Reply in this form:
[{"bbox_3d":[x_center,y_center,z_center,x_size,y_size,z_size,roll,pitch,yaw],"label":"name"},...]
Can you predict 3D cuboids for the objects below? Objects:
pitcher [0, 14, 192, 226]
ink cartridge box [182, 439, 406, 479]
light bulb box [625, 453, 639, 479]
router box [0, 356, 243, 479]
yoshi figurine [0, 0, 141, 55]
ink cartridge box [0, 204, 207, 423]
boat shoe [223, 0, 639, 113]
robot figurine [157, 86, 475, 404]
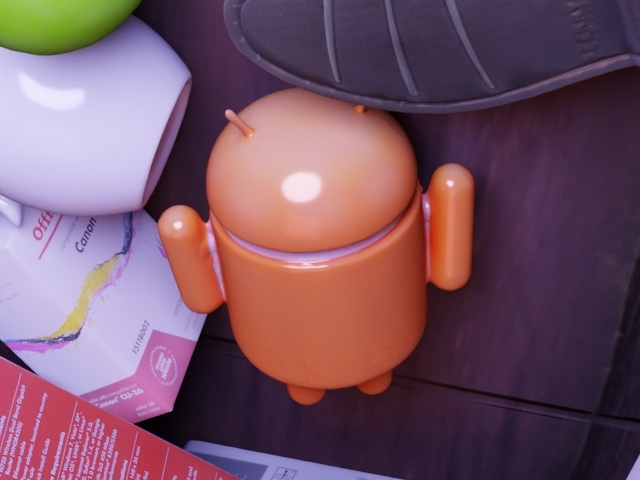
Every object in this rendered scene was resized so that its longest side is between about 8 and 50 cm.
[{"bbox_3d":[-0.193,-0.069,0.910,0.207,0.125,0.177,20,103,0],"label":"pitcher"},{"bbox_3d":[0.035,0.267,1.176,0.275,0.060,0.239,6,132,28],"label":"ink cartridge box"},{"bbox_3d":[0.318,0.334,0.945,0.361,0.225,0.358,16,116,-12],"label":"light bulb box"},{"bbox_3d":[-0.231,0.197,1.085,0.335,0.082,0.301,-21,138,42],"label":"router box"},{"bbox_3d":[-0.096,-0.222,0.723,0.204,0.203,0.362,24,136,-18],"label":"yoshi figurine"},{"bbox_3d":[-0.162,0.014,0.999,0.067,0.115,0.198,-21,124,32],"label":"ink cartridge box"},{"bbox_3d":[0.106,-0.141,0.808,0.307,0.104,0.110,-1,140,12],"label":"boat shoe"},{"bbox_3d":[0.002,-0.001,0.942,0.158,0.128,0.219,18,138,26],"label":"robot figurine"}]
